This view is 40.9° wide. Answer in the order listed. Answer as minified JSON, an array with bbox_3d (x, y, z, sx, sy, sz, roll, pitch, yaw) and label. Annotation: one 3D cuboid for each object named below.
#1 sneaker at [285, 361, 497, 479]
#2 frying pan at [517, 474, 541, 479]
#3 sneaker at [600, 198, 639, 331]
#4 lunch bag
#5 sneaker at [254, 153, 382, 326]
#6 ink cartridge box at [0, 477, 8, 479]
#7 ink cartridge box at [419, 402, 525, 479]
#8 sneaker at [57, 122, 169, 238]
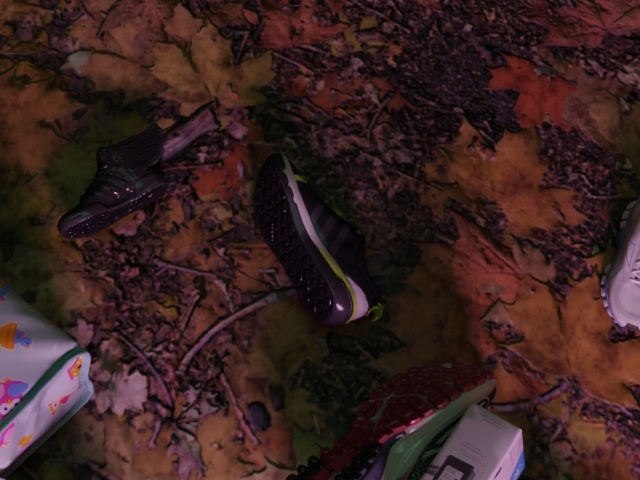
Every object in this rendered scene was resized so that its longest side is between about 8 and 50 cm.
[{"bbox_3d":[0.082,0.236,0.925,0.299,0.121,0.112,-36,110,-26],"label":"sneaker"},{"bbox_3d":[0.144,0.366,0.891,0.326,0.053,0.197,-26,56,-8],"label":"frying pan"},{"bbox_3d":[0.400,0.018,1.057,0.071,0.083,0.191,17,68,-1],"label":"sneaker"},{"bbox_3d":[-0.398,0.160,0.868,0.223,0.160,0.262,38,63,8],"label":"lunch bag"},{"bbox_3d":[0.000,0.000,1.035,0.097,0.084,0.235,-12,69,-37],"label":"sneaker"},{"bbox_3d":[-0.265,0.308,0.856,0.143,0.092,0.090,19,66,0],"label":"ink cartridge box"},{"bbox_3d":[0.135,0.267,0.864,0.060,0.104,0.180,26,66,30],"label":"ink cartridge box"},{"bbox_3d":[-0.253,-0.074,1.040,0.170,0.051,0.089,-29,73,-21],"label":"sneaker"}]
